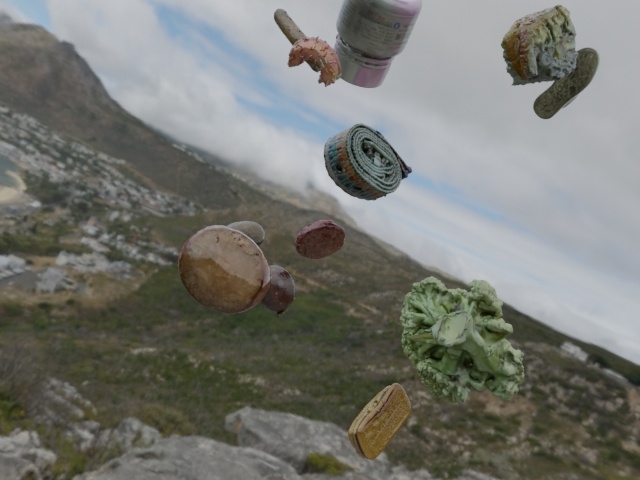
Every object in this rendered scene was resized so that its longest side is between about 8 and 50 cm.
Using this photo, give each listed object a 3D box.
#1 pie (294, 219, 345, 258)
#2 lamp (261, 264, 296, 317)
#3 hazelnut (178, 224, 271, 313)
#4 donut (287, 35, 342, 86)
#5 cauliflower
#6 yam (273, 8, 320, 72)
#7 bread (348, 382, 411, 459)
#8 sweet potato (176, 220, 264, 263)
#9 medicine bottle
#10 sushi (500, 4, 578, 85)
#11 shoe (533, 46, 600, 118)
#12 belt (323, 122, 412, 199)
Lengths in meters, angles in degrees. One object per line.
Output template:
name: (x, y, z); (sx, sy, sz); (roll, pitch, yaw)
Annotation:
pie: (0.000, 0.000, 1.949); (0.182, 0.182, 0.050); (26, 34, -42)
lamp: (-0.144, 0.159, 1.910); (0.134, 0.157, 0.156); (-18, 54, -39)
hazelnut: (-0.208, 0.063, 1.229); (0.214, 0.176, 0.214); (40, -1, 1)
donut: (-0.017, -0.508, 1.569); (0.166, 0.065, 0.117); (22, -40, 12)
cauliflower: (0.324, 0.210, 1.261); (0.327, 0.260, 0.281); (41, -27, 14)
yam: (-0.063, -0.592, 1.664); (0.241, 0.056, 0.057); (57, 12, 19)
bread: (0.158, 0.477, 1.501); (0.077, 0.200, 0.116); (-4, -58, 52)
sweet potato: (-0.343, 0.009, 2.085); (0.130, 0.131, 0.422); (26, 27, 25)
medicine bottle: (0.176, -0.714, 1.925); (0.256, 0.325, 0.256); (13, 42, -12)
sushi: (0.592, -0.519, 1.531); (0.139, 0.274, 0.184); (8, -54, 55)
shoe: (0.954, -0.602, 2.144); (0.159, 0.316, 0.124); (-27, 73, -38)
belt: (0.160, -0.253, 1.891); (0.295, 0.207, 0.160); (40, -35, -24)
